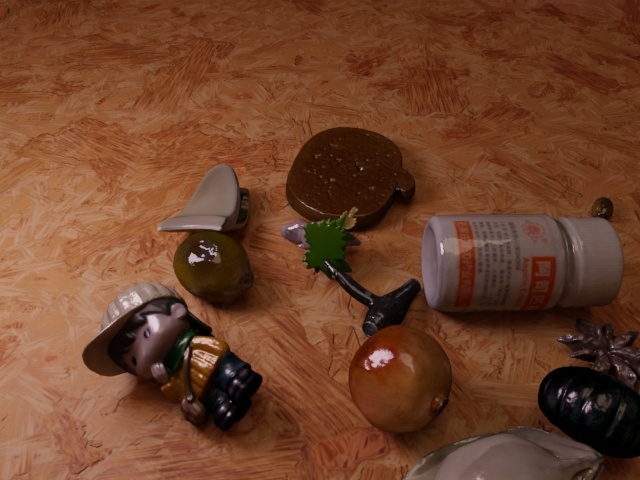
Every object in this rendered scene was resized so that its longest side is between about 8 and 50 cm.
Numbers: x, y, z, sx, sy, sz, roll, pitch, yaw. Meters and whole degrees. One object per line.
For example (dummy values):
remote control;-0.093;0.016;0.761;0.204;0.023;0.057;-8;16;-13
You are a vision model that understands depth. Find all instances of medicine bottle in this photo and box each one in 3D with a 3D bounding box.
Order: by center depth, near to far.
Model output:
medicine bottle;0.416;0.047;1.185;0.371;0.211;0.211;0;43;0

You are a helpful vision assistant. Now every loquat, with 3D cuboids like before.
loquat;-0.231;0.060;1.216;0.195;0.152;0.152;22;47;30

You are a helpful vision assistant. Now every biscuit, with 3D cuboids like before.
biscuit;0.087;-0.171;1.514;0.350;0.070;0.394;18;47;15

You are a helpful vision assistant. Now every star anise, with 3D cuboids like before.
star anise;0.569;0.225;1.101;0.182;0.065;0.195;28;54;28

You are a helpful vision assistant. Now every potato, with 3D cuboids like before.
potato;0.735;-0.083;1.442;0.051;0.040;0.083;21;49;14

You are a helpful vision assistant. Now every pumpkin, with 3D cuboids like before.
pumpkin;0.470;0.290;0.949;0.150;0.194;0.194;-37;52;-8

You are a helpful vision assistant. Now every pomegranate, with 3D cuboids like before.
pomegranate;0.145;0.250;0.996;0.191;0.191;0.191;0;43;0

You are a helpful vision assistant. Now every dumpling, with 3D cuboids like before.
dumpling;0.246;0.403;0.855;0.341;0.181;0.260;-53;21;-13

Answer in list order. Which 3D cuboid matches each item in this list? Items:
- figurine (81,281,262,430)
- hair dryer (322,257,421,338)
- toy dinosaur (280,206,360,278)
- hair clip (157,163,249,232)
figurine;-0.267;0.213;1.057;0.332;0.185;0.204;27;14;2
hair dryer;0.098;0.097;1.205;0.219;0.075;0.195;38;44;14
toy dinosaur;0.002;0.007;1.313;0.194;0.152;0.177;-8;15;1
hair clip;-0.265;-0.081;1.386;0.172;0.113;0.282;-1;42;15
